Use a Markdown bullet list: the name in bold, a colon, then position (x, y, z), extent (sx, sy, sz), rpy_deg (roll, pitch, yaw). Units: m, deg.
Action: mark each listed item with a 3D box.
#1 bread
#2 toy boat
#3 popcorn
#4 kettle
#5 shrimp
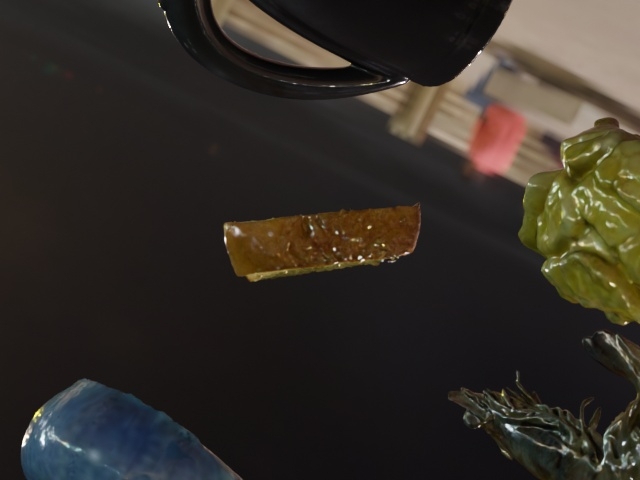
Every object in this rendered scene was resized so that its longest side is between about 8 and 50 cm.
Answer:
- **bread**: position (0.000, 0.000, 1.701), extent (0.187, 0.065, 0.103), rpy_deg (-8, 176, -12)
- **toy boat**: position (-0.147, 0.235, 1.492), extent (0.215, 0.123, 0.330), rpy_deg (27, 161, 20)
- **popcorn**: position (0.248, -0.015, 1.251), extent (0.195, 0.174, 0.168), rpy_deg (7, 168, -24)
- **kettle**: position (0.002, -0.250, 1.562), extent (0.290, 0.268, 0.207), rpy_deg (19, -171, -25)
- **shrimp**: position (0.221, 0.147, 1.598), extent (0.058, 0.169, 0.296), rpy_deg (0, -162, -38)
